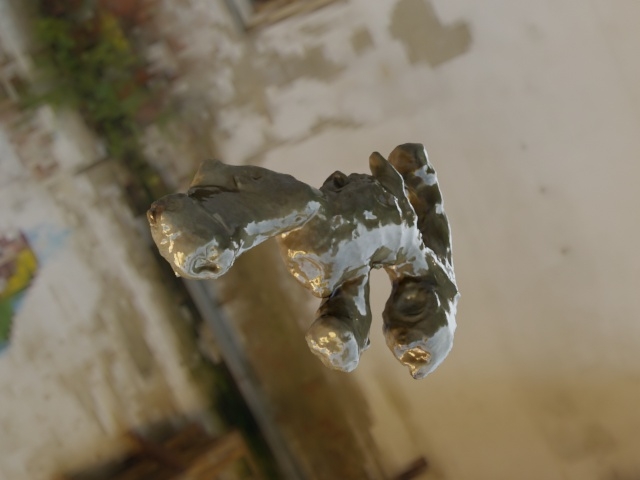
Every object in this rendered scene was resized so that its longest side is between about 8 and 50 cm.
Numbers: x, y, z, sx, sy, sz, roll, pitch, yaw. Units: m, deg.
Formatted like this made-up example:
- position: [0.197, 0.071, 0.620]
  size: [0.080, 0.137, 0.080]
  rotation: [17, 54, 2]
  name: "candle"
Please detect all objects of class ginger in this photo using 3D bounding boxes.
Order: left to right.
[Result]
- position: [0.006, 0.014, 1.111]
  size: [0.065, 0.149, 0.258]
  rotation: [-29, 165, 36]
  name: "ginger"
